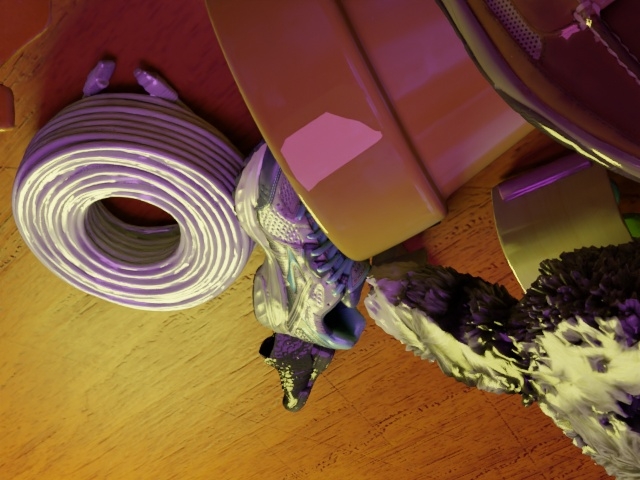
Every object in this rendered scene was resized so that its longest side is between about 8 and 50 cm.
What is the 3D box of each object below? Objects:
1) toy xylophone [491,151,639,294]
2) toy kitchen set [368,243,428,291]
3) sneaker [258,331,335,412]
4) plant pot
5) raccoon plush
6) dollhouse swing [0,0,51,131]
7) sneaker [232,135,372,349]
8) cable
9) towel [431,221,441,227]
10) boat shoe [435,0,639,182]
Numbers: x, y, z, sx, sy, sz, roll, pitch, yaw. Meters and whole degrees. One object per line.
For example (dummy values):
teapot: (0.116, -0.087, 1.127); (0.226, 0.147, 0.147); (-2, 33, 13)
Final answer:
toy xylophone: (0.316, 0.054, 0.868); (0.236, 0.081, 0.323); (-14, 118, 21)
toy kitchen set: (0.101, 0.048, 0.934); (0.068, 0.083, 0.075); (-21, 129, 26)
sneaker: (-0.040, 0.147, 1.079); (0.089, 0.051, 0.170); (20, 129, -12)
plant pot: (0.076, -0.148, 0.650); (0.239, 0.254, 0.254); (-27, 128, 10)
raccoon plush: (0.286, 0.017, 0.739); (0.446, 0.299, 0.216); (30, 148, 32)
dollhouse swing: (-0.368, -0.239, 0.589); (0.315, 0.347, 0.305); (-1, -179, -25)
sneaker: (0.000, 0.000, 0.852); (0.122, 0.110, 0.283); (24, 144, 27)
cable: (-0.184, -0.031, 0.888); (0.257, 0.089, 0.257); (35, 129, -25)
towel: (0.064, -0.020, 0.910); (0.119, 0.029, 0.067); (-22, 129, 26)
boat shoe: (0.127, -0.159, 0.453); (0.324, 0.122, 0.120); (47, 151, 19)
